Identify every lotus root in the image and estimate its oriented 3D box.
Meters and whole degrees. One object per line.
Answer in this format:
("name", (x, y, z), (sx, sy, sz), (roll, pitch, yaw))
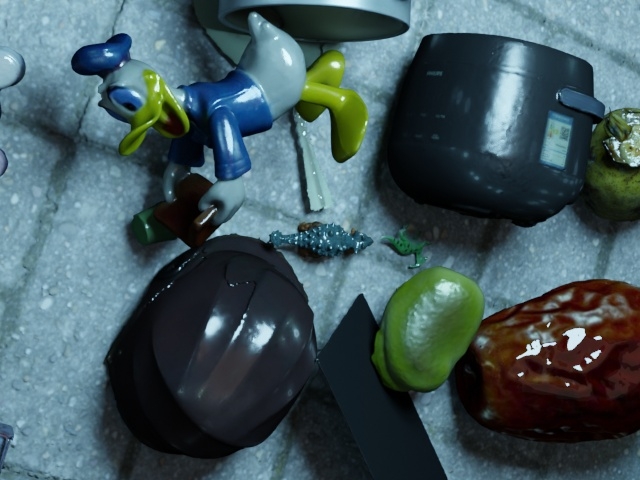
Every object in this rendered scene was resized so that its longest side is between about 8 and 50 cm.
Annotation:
("lotus root", (0.426, -0.108, 1.822), (0.154, 0.278, 0.154), (-2, 74, 8))

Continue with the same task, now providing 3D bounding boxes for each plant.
("plant", (-0.179, -0.028, 1.641), (0.102, 0.051, 0.051), (-22, 101, -30))

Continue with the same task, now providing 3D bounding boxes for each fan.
("fan", (-0.045, -0.241, 1.717), (0.233, 0.012, 0.414), (-11, 94, -24))

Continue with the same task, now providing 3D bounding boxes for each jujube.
("jujube", (0.346, 0.168, 1.824), (0.318, 0.223, 0.223), (-6, 94, -18))

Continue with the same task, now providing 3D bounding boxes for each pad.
("pad", (0.085, 0.237, 1.729), (0.300, 0.005, 0.202), (65, 26, -14))

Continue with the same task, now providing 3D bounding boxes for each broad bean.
("broad bean", (0.138, 0.119, 1.749), (0.124, 0.082, 0.174), (24, 83, -10))

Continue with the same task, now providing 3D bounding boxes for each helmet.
("helmet", (-0.107, 0.130, 1.613), (0.225, 0.177, 0.305), (40, 76, -19))

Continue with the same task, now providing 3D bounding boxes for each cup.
("cup", (0.033, -0.417, 1.578), (0.237, 0.323, 0.327), (7, 87, -53))

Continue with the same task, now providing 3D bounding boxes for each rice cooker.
("rice cooker", (0.225, -0.140, 1.722), (0.267, 0.267, 0.224), (11, 88, -26))

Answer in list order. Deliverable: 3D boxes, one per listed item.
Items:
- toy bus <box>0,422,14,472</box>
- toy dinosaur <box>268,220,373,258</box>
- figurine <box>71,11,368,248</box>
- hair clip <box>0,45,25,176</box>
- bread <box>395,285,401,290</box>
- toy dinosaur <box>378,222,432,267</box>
("toy bus", (-0.446, 0.346, 1.497), (0.138, 0.112, 0.317), (19, 83, -15))
("toy dinosaur", (0.000, 0.000, 1.724), (0.154, 0.055, 0.049), (1, 93, -30))
("figurine", (-0.146, -0.142, 1.562), (0.338, 0.204, 0.283), (20, 98, -30))
("hair clip", (-0.421, -0.132, 1.513), (0.146, 0.075, 0.257), (8, 93, -30))
("bread", (0.132, 0.095, 1.802), (0.047, 0.036, 0.083), (-24, 101, -31))
("toy dinosaur", (0.114, 0.011, 1.799), (0.083, 0.021, 0.062), (-18, 112, -25))
